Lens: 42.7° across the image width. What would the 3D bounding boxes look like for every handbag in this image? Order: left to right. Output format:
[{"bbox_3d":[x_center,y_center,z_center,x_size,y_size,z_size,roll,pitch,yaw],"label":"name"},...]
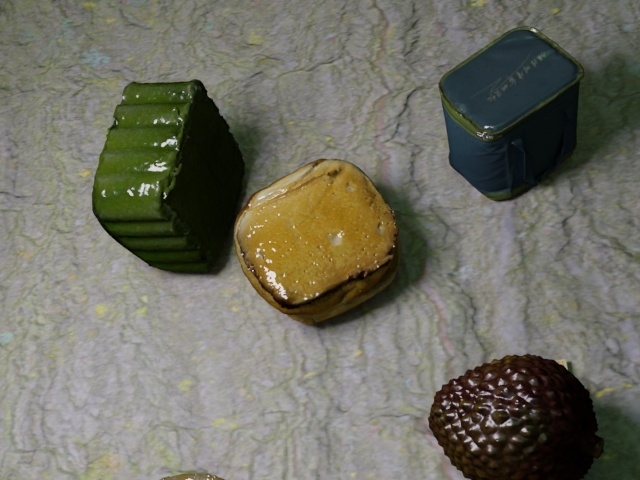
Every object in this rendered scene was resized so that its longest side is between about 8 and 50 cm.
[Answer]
[{"bbox_3d":[0.364,-0.239,1.579,0.263,0.241,0.222,-32,57,-7],"label":"handbag"}]

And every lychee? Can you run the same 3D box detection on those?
[{"bbox_3d":[0.300,0.286,1.265,0.271,0.236,0.236,1,58,28],"label":"lychee"}]

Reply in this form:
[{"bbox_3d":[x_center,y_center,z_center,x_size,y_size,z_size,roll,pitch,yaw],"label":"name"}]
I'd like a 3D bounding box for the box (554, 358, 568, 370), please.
[{"bbox_3d":[0.397,0.249,1.392,0.058,0.015,0.093,-7,55,9],"label":"box"}]

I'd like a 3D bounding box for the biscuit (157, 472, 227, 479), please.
[{"bbox_3d":[-0.181,0.477,1.392,0.289,0.038,0.141,30,69,28],"label":"biscuit"}]

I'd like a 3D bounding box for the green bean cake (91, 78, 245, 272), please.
[{"bbox_3d":[-0.309,-0.130,1.651,0.218,0.319,0.335,0,57,17],"label":"green bean cake"}]

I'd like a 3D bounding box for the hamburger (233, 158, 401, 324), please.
[{"bbox_3d":[-0.004,0.006,1.565,0.304,0.174,0.284,-26,57,-2],"label":"hamburger"}]
